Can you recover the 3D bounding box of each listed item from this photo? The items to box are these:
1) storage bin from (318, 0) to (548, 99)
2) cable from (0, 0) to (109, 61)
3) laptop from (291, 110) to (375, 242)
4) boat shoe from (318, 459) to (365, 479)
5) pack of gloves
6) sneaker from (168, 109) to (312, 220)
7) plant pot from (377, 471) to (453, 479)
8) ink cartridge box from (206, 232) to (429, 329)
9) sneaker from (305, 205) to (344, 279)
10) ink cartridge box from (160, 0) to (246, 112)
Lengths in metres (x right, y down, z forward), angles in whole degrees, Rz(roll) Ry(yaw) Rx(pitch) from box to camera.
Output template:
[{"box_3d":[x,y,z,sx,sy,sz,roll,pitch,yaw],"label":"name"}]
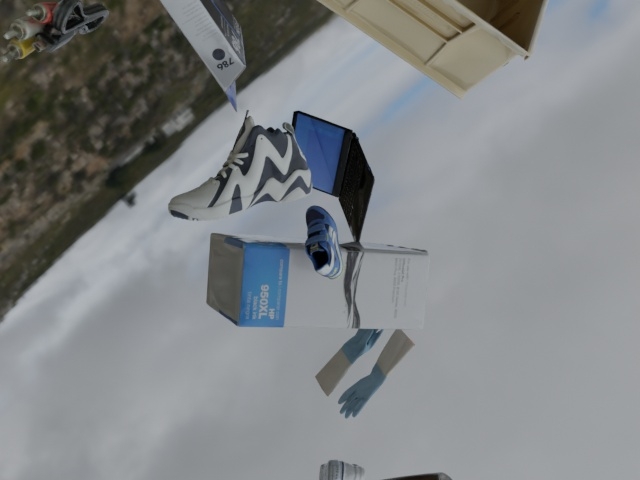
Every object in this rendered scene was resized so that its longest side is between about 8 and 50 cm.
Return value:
[{"box_3d":[0.137,-0.349,0.982,0.123,0.260,0.262,-33,-151,58],"label":"storage bin"},{"box_3d":[-0.431,-0.384,1.437,0.139,0.072,0.287,-43,-167,28],"label":"cable"},{"box_3d":[0.016,-0.152,2.084,0.234,0.136,0.264,101,-23,-48],"label":"laptop"},{"box_3d":[0.039,0.468,1.621,0.226,0.075,0.083,108,-11,-70],"label":"boat shoe"},{"box_3d":[0.105,0.277,1.888,0.232,0.046,0.195,-51,-149,7],"label":"pack of gloves"},{"box_3d":[-0.135,-0.124,1.339,0.234,0.153,0.094,-12,-166,-9],"label":"sneaker"},{"box_3d":[0.076,0.387,1.050,0.230,0.215,0.215,-32,-165,15],"label":"plant pot"},{"box_3d":[-0.012,0.082,1.759,0.285,0.394,0.166,-167,-99,-70],"label":"ink cartridge box"},{"box_3d":[0.000,0.000,1.561,0.053,0.144,0.059,-29,159,31],"label":"sneaker"},{"box_3d":[-0.204,-0.389,1.426,0.065,0.333,0.165,-25,-141,11],"label":"ink cartridge box"}]
